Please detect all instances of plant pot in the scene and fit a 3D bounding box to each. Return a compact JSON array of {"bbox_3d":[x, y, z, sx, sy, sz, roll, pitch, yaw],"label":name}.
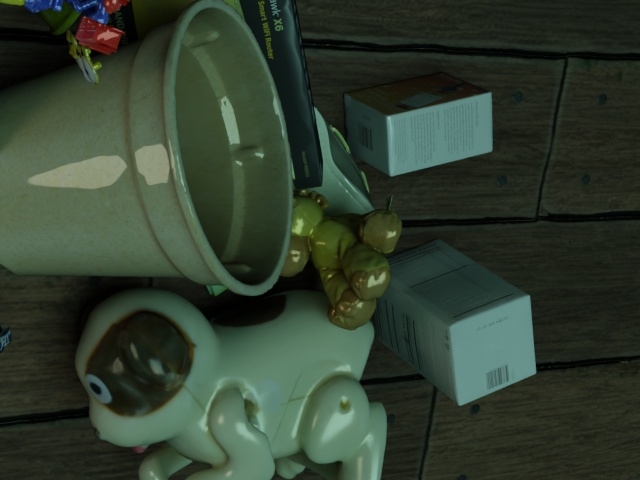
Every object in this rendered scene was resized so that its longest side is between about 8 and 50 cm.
[{"bbox_3d":[-0.231,-0.084,1.471,0.305,0.334,0.334,-8,122,19],"label":"plant pot"}]

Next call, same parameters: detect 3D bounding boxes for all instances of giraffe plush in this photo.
[{"bbox_3d":[0.000,0.000,1.681,0.170,0.210,0.181,17,136,-9],"label":"giraffe plush"}]

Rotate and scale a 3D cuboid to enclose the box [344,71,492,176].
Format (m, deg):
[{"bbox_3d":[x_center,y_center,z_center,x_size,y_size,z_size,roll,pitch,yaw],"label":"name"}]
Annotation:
[{"bbox_3d":[0.137,-0.167,1.803,0.170,0.130,0.091,-15,116,-24],"label":"box"}]

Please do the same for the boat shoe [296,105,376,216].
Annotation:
[{"bbox_3d":[-0.019,-0.119,1.760,0.109,0.091,0.305,-28,122,13],"label":"boat shoe"}]

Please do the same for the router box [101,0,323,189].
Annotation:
[{"bbox_3d":[-0.138,-0.202,1.606,0.242,0.081,0.309,-8,117,5],"label":"router box"}]

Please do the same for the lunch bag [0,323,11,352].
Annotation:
[{"bbox_3d":[-0.537,0.075,1.494,0.305,0.212,0.256,-19,135,-20],"label":"lunch bag"}]

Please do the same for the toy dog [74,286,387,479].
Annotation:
[{"bbox_3d":[-0.127,0.186,1.717,0.407,0.284,0.396,11,101,-30],"label":"toy dog"}]

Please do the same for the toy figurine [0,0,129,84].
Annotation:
[{"bbox_3d":[-0.314,-0.307,1.316,0.217,0.362,0.191,18,102,-22],"label":"toy figurine"}]

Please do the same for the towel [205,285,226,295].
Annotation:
[{"bbox_3d":[-0.130,-0.006,1.786,0.113,0.023,0.152,-29,121,-15],"label":"towel"}]

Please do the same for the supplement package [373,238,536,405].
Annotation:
[{"bbox_3d":[0.189,0.114,1.878,0.139,0.244,0.134,-19,117,-20],"label":"supplement package"}]
